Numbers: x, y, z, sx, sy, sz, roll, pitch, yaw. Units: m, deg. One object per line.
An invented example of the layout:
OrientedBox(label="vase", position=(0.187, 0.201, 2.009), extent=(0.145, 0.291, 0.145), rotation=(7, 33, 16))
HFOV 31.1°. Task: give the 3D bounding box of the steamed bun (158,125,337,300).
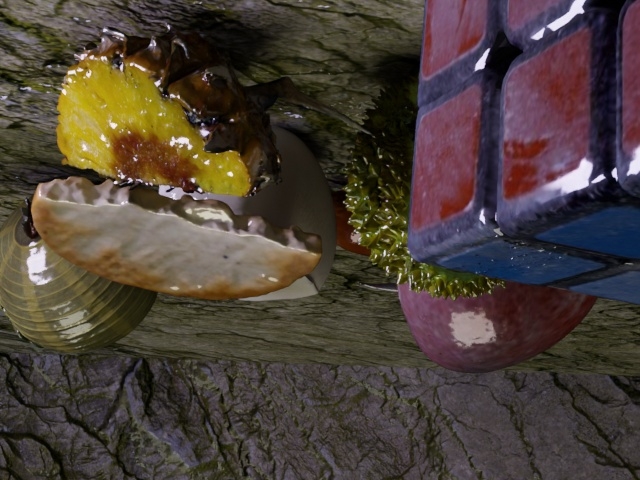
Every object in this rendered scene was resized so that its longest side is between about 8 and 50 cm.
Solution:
OrientedBox(label="steamed bun", position=(-0.079, -0.044, 1.377), extent=(0.146, 0.164, 0.241), rotation=(-3, 150, 26))

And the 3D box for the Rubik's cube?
OrientedBox(label="Rubik's cube", position=(0.252, -0.128, 0.648), extent=(0.301, 0.303, 0.305), rotation=(10, 167, -23))

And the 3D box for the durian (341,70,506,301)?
OrientedBox(label="durian", position=(0.123, -0.057, 1.140), extent=(0.200, 0.237, 0.176), rotation=(6, 174, -26))

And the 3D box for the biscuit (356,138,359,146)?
OrientedBox(label="biscuit", position=(0.211, -0.085, 1.344), extent=(0.344, 0.057, 0.287), rotation=(4, 166, 2))

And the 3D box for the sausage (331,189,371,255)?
OrientedBox(label="sausage", position=(0.169, -0.015, 1.570), extent=(0.348, 0.094, 0.097), rotation=(7, 170, -11))

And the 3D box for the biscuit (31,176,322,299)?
OrientedBox(label="biscuit", position=(-0.165, 0.006, 1.272), extent=(0.309, 0.040, 0.204), rotation=(12, 153, -12))

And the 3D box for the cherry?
OrientedBox(label="cherry", position=(0.187, 0.046, 1.326), extent=(0.285, 0.213, 0.236), rotation=(-7, 175, 2))

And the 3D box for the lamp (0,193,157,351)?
OrientedBox(label="lamp", position=(-0.359, 0.029, 1.627), extent=(0.250, 0.250, 0.284), rotation=(-1, 152, 21))

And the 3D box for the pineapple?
OrientedBox(label="pineapple", position=(-0.129, -0.146, 1.103), extent=(0.158, 0.161, 0.334), rotation=(-31, -153, -31))
